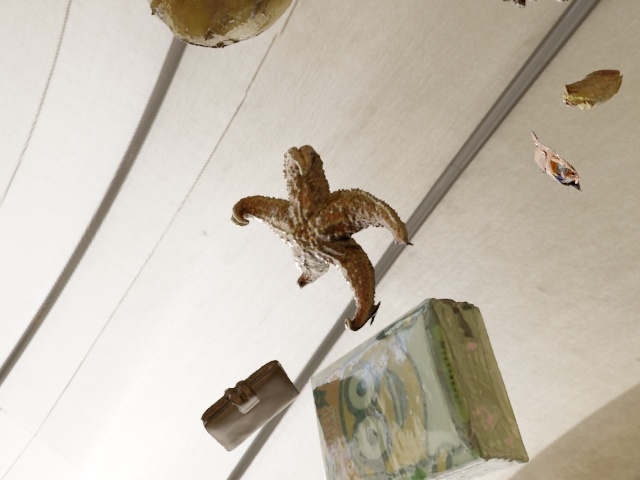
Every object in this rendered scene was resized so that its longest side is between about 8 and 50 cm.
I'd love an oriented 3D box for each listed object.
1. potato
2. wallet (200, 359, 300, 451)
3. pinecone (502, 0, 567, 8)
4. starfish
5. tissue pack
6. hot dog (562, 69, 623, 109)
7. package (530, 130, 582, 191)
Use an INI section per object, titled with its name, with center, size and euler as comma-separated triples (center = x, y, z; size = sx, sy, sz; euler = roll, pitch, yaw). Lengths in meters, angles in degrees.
[potato]
center = -0.163, -0.479, 1.012
size = 0.299, 0.116, 0.239
euler = -40, -94, -26
[wallet]
center = -0.112, 0.263, 0.942
size = 0.152, 0.118, 0.039
euler = -35, -133, -13
[pinecone]
center = 0.521, -0.715, 1.349
size = 0.397, 0.398, 0.399
euler = 0, -94, -6
[starfish]
center = -0.002, 0.004, 0.932
size = 0.113, 0.312, 0.303
euler = -33, -102, -37
[tissue pack]
center = 0.124, 0.256, 0.880
size = 0.127, 0.311, 0.228
euler = 15, -130, -34
[hot dog]
center = 0.564, -0.308, 1.228
size = 0.168, 0.078, 0.061
euler = -24, -50, -22
[package]
center = 0.366, -0.118, 0.918
size = 0.033, 0.077, 0.111
euler = -48, -126, 12
